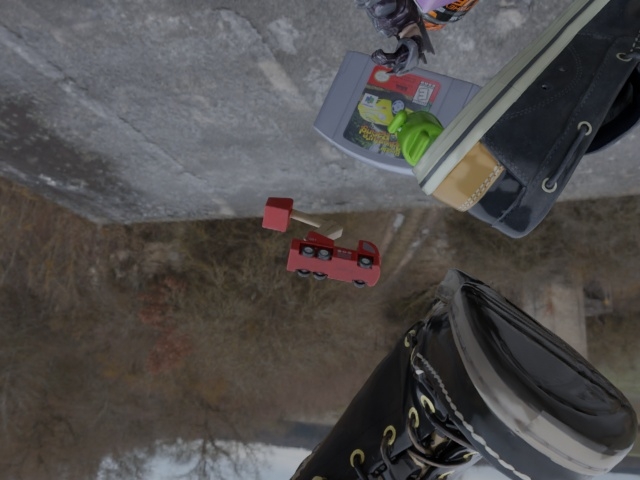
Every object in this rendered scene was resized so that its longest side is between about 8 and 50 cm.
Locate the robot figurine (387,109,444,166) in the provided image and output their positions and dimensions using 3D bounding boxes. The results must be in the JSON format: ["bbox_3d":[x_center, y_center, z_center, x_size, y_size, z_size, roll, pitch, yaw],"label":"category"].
[{"bbox_3d":[0.145,-0.145,0.864,0.101,0.115,0.067,20,115,-9],"label":"robot figurine"}]

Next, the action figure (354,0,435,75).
[{"bbox_3d":[0.063,-0.299,0.733,0.099,0.185,0.285,-38,171,16],"label":"action figure"}]

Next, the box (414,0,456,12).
[{"bbox_3d":[0.172,-0.317,0.439,0.213,0.117,0.243,-29,171,-22],"label":"box"}]

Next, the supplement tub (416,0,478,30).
[{"bbox_3d":[0.219,-0.432,0.979,0.117,0.117,0.190,11,162,-17],"label":"supplement tub"}]

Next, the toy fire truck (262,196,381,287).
[{"bbox_3d":[0.000,0.000,0.950,0.192,0.135,0.047,11,127,-3],"label":"toy fire truck"}]

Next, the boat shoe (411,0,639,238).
[{"bbox_3d":[0.314,-0.187,0.736,0.156,0.500,0.187,43,156,7],"label":"boat shoe"}]

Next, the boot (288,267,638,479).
[{"bbox_3d":[0.079,0.172,0.497,0.138,0.284,0.377,36,-173,1],"label":"boot"}]

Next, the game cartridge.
[{"bbox_3d":[0.136,-0.230,1.132,0.294,0.196,0.060,23,-179,25],"label":"game cartridge"}]
